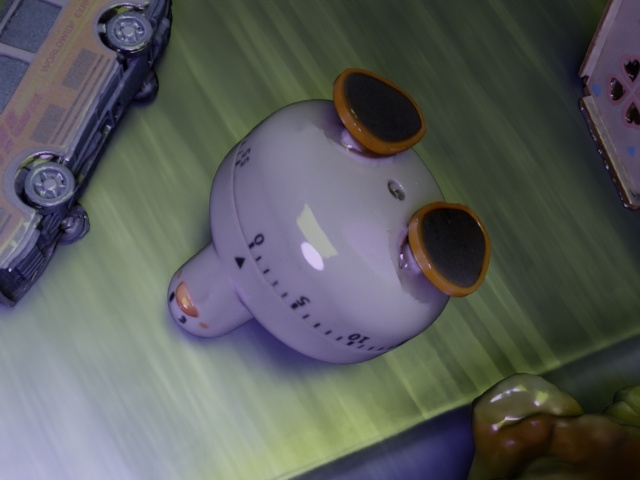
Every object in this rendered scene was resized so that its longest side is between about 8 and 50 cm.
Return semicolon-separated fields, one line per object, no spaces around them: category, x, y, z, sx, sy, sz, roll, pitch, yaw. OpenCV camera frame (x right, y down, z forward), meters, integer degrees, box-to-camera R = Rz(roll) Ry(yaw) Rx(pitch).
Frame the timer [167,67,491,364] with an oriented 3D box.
timer;0.000;0.000;0.681;0.233;0.240;0.233;26;47;-32

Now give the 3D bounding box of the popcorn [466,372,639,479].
popcorn;0.224;0.278;0.586;0.274;0.335;0.279;17;107;6

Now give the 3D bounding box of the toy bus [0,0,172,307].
toy bus;-0.242;-0.113;0.682;0.138;0.097;0.342;19;70;-1

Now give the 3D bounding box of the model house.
model house;0.409;-0.150;0.816;0.169;0.244;0.326;-19;112;-18
